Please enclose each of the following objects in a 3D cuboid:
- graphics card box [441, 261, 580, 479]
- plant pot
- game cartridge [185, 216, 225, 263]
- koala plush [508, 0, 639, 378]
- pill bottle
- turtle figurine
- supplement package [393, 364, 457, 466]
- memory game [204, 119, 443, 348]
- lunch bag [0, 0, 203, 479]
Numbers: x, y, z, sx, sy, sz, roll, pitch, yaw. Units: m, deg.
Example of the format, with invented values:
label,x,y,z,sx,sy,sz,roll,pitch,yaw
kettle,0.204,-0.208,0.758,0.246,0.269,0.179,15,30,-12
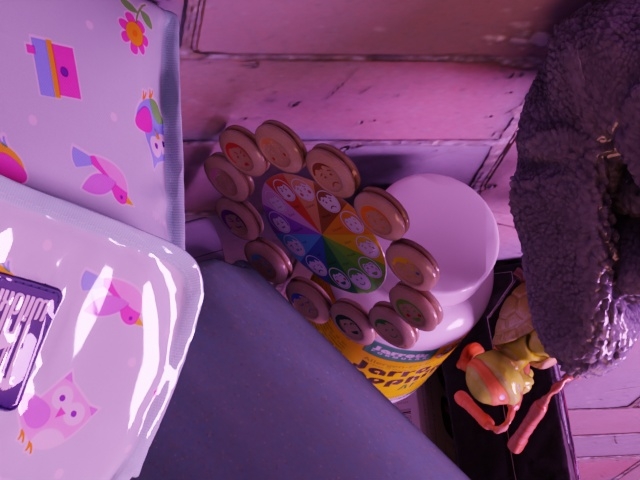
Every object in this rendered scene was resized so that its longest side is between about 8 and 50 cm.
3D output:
label,x,y,z,sx,sy,sz,roll,pitch,yaw
graphics card box,0.176,0.187,1.332,0.094,0.232,0.371,-10,157,10
plant pot,-0.040,0.211,0.966,0.341,0.334,0.341,-38,167,-11
game cartridge,-0.220,0.051,1.042,0.297,0.062,0.198,-16,177,32
koala plush,0.238,-0.049,0.887,0.221,0.203,0.196,-14,178,-42
pill bottle,0.054,0.035,1.078,0.118,0.117,0.208,0,157,-13
turtle figurine,0.170,0.046,1.051,0.217,0.087,0.269,-39,177,-10
supplement package,0.051,0.203,1.392,0.149,0.194,0.203,-11,158,16
memory game,0.000,0.000,0.959,0.186,0.012,0.186,31,149,21
lunch bag,-0.176,-0.012,0.716,0.160,0.262,0.223,-21,153,34
